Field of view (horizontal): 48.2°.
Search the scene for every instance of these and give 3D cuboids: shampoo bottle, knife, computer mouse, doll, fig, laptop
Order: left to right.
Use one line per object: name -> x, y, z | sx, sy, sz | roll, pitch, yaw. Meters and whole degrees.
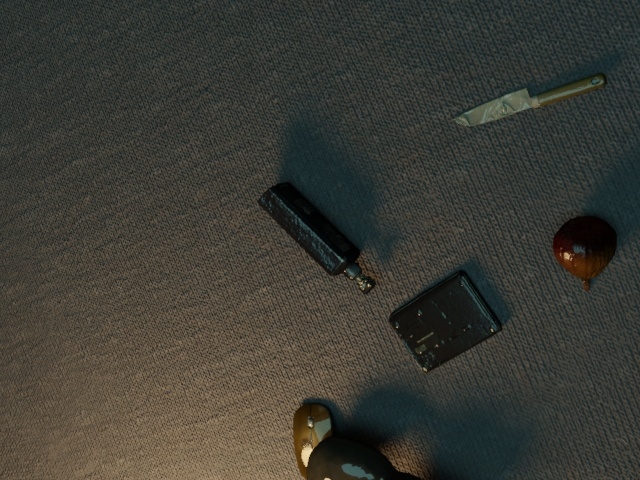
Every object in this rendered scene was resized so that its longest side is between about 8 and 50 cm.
computer mouse -> -0.010, 0.487, 1.697 | 0.102, 0.045, 0.199 | -3, 99, 22
shampoo bottle -> 0.000, 0.000, 1.569 | 0.309, 0.098, 0.071 | 45, 109, 9
doll -> 0.127, 0.647, 1.595 | 0.378, 0.252, 0.383 | 38, 115, 40
laptop -> 0.261, 0.176, 1.529 | 0.207, 0.026, 0.154 | -36, 86, 25
knife -> 0.398, -0.273, 1.389 | 0.297, 0.017, 0.047 | -16, 92, 29
fig -> 0.501, 0.017, 1.368 | 0.119, 0.153, 0.119 | -5, 63, 10
